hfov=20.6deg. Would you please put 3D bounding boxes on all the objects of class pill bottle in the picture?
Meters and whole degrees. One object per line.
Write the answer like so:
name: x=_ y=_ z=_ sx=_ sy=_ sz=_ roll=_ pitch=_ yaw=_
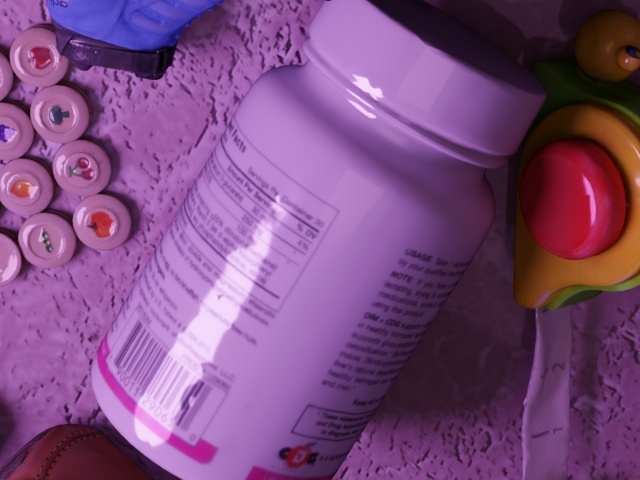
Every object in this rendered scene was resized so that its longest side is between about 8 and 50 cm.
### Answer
pill bottle: x=0.000 y=0.000 z=1.015 sx=0.160 sy=0.160 sz=0.283 roll=30 pitch=106 yaw=-6

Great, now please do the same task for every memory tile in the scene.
memory tile: x=-0.187 y=-0.050 z=1.086 sx=0.113 sy=0.012 sz=0.148 roll=-17 pitch=106 yaw=8

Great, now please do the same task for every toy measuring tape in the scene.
toy measuring tape: x=0.174 y=0.030 z=1.036 sx=0.121 sy=0.121 sz=0.330 roll=1 pitch=107 yaw=2

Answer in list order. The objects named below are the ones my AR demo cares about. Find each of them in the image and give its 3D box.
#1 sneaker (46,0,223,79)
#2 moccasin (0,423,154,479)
sneaker: x=-0.084 y=-0.140 z=1.034 sx=0.152 sy=0.058 sz=0.084 roll=-11 pitch=129 yaw=-14
moccasin: x=-0.053 y=0.266 z=1.106 sx=0.139 sy=0.147 sz=0.380 roll=-42 pitch=101 yaw=13
